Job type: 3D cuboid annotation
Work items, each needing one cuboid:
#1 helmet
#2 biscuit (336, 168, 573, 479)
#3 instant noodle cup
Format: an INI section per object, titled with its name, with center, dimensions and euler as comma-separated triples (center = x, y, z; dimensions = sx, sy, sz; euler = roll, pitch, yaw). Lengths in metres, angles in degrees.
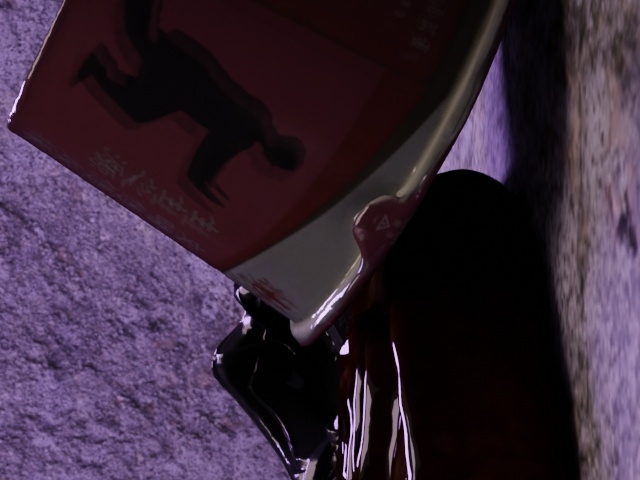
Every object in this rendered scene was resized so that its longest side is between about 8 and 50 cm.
[helmet]
center = 0.011, 0.086, 1.368
dimensions = 0.153, 0.107, 0.177
euler = 55, 141, 30
[biscuit]
center = 0.050, 0.169, 0.972
dimensions = 0.407, 0.091, 0.408
euler = 179, 90, -87
[instant noodle cup]
center = -0.029, -0.092, 0.911
dimensions = 0.235, 0.178, 0.235
euler = -60, 8, 14
